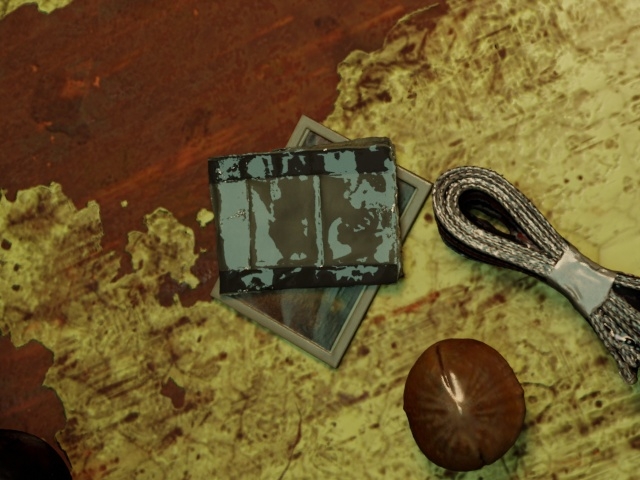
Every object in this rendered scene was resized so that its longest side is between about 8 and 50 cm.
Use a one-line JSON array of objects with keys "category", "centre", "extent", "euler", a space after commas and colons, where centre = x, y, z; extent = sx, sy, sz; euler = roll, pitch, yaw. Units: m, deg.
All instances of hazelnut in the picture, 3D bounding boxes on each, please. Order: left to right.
[{"category": "hazelnut", "centre": [0.153, 0.185, 1.736], "extent": [0.150, 0.150, 0.150], "euler": [0, 90, 15]}]

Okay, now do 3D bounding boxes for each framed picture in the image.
[{"category": "framed picture", "centre": [0.000, 0.000, 1.844], "extent": [0.184, 0.016, 0.250], "euler": [30, 97, 13]}]

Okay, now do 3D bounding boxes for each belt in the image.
[{"category": "belt", "centre": [0.277, 0.036, 1.729], "extent": [0.359, 0.094, 0.126], "euler": [36, 94, 11]}]

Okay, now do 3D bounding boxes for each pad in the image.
[{"category": "pad", "centre": [-0.018, -0.025, 1.831], "extent": [0.233, 0.022, 0.174], "euler": [-6, 89, 16]}]

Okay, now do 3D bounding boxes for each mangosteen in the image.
[{"category": "mangosteen", "centre": [-0.415, 0.314, 1.876], "extent": [0.250, 0.211, 0.211], "euler": [27, 98, 45]}]
